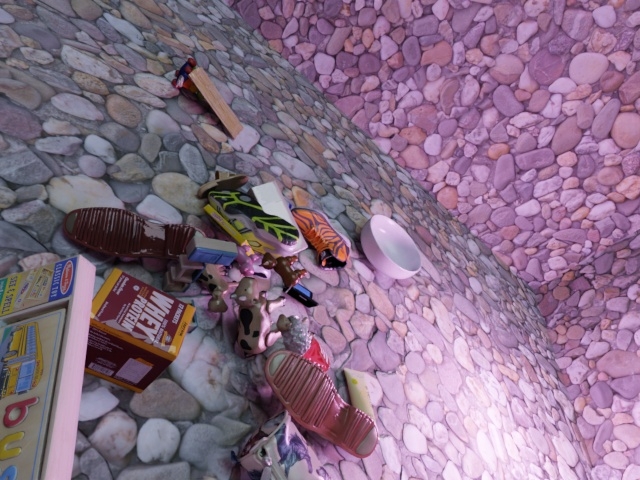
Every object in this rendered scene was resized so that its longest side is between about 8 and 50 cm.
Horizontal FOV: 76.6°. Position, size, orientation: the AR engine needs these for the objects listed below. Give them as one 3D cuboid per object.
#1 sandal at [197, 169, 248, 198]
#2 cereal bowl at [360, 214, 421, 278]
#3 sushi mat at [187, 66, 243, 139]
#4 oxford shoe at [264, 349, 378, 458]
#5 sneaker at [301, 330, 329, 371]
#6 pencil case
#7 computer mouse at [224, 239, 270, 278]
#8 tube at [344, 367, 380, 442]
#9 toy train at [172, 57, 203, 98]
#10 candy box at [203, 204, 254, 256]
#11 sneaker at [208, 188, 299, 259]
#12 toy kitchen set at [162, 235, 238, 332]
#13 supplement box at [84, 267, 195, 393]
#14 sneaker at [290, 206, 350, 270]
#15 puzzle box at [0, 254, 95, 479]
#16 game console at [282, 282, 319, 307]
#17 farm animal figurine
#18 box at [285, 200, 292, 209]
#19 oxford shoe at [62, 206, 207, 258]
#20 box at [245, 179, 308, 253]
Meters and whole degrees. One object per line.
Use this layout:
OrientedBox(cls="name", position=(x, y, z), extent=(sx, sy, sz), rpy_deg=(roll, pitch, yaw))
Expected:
OrientedBox(cls="sandal", position=(-0.368, -0.225, 1.487), extent=(0.079, 0.088, 0.240), rpy_deg=(48, 38, 8))
OrientedBox(cls="cereal bowl", position=(0.314, 0.047, 1.928), extent=(0.339, 0.141, 0.339), rpy_deg=(31, 35, -25))
OrientedBox(cls="sushi mat", position=(-0.449, -0.598, 1.765), extent=(0.316, 0.019, 0.151), rpy_deg=(55, 26, -24))
OrientedBox(cls="oxford shoe", position=(-0.021, 0.443, 1.093), extent=(0.397, 0.146, 0.140), rpy_deg=(49, 59, -14))
OrientedBox(cls="sneaker", position=(-0.033, 0.378, 1.213), extent=(0.128, 0.087, 0.221), rpy_deg=(42, 33, -5))
OrientedBox(cls="pencil case", position=(-0.025, 0.598, 0.903), extent=(0.410, 0.160, 0.183), rpy_deg=(53, 7, 10))
OrientedBox(cls="computer mouse", position=(-0.239, 0.072, 1.348), extent=(0.193, 0.042, 0.106), rpy_deg=(23, 38, -33))
OrientedBox(cls="tube", position=(0.130, 0.517, 1.280), extent=(0.240, 0.062, 0.070), rpy_deg=(-102, 177, -47))
OrientedBox(cls="toy train", position=(-0.553, -0.667, 1.753), extent=(0.143, 0.105, 0.248), rpy_deg=(39, 30, -38))
OrientedBox(cls="candy box", position=(-0.291, -0.027, 1.297), extent=(0.206, 0.027, 0.105), rpy_deg=(40, -15, 28))
OrientedBox(cls="sneaker", position=(-0.248, -0.047, 1.359), extent=(0.385, 0.147, 0.145), rpy_deg=(36, 33, 25))
OrientedBox(cls="toy kitchen set", position=(-0.308, 0.121, 1.058), extent=(0.122, 0.207, 0.166), rpy_deg=(11, 47, -42))
OrientedBox(cls="supplement box", position=(-0.411, 0.198, 0.866), extent=(0.191, 0.194, 0.129), rpy_deg=(33, 34, -21))
OrientedBox(cls="sneaker", position=(0.000, 0.000, 1.629), extent=(0.321, 0.124, 0.180), rpy_deg=(34, 33, -19))
OrientedBox(cls="puzzle box", position=(-0.523, 0.233, 0.656), extent=(0.052, 0.272, 0.408), rpy_deg=(73, 0, -54))
OrientedBox(cls="game console", position=(-0.064, 0.175, 1.417), extent=(0.122, 0.107, 0.071), rpy_deg=(35, 62, -17))
OrientedBox(cls="farm animal figurine", position=(-0.203, 0.171, 1.126), extent=(0.172, 0.330, 0.326), rpy_deg=(-17, 96, -58))
OrientedBox(cls="box", position=(-0.195, -0.128, 1.590), extent=(0.137, 0.072, 0.126), rpy_deg=(38, 34, -15))
OrientedBox(cls="oxford shoe", position=(-0.492, -0.003, 1.095), extent=(0.348, 0.130, 0.123), rpy_deg=(14, 77, -21))
OrientedBox(cls="box", position=(-0.163, -0.069, 1.463), extent=(0.113, 0.094, 0.275), rpy_deg=(-23, 87, -34))
